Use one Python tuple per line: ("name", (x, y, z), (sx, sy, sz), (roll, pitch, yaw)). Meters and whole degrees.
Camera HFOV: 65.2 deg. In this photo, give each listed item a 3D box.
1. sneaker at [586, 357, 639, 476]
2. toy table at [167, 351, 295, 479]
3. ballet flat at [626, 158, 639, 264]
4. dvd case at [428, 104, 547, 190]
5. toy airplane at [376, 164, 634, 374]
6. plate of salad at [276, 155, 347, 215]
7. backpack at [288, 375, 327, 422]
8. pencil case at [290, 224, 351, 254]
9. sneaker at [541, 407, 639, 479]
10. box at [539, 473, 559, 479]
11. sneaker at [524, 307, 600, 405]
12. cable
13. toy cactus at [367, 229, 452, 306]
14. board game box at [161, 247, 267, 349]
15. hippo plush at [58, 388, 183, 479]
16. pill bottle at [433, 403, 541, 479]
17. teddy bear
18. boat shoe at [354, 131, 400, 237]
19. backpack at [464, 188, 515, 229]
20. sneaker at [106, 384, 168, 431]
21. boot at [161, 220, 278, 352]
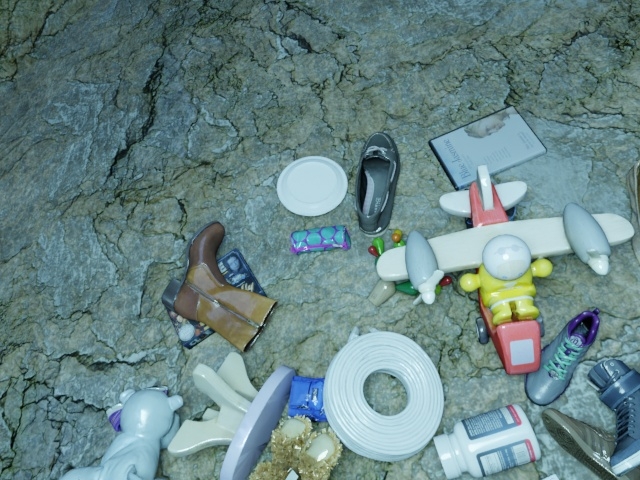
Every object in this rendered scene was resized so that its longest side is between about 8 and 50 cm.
("sneaker", (0.550, 0.316, 0.925), (0.226, 0.086, 0.163), (-18, 54, -35))
("toy table", (-0.185, 0.368, 1.077), (0.160, 0.252, 0.274), (19, 34, 15))
("ballet flat", (0.738, -0.053, 1.095), (0.107, 0.106, 0.316), (-6, 61, 14))
("dvd case", (0.440, -0.251, 1.341), (0.252, 0.022, 0.180), (-23, 59, 4))
("toy airplane", (0.366, 0.022, 1.017), (0.384, 0.272, 0.386), (37, 90, 17))
("plate of salad", (-0.023, -0.151, 1.409), (0.199, 0.048, 0.200), (-2, 63, 4))
("backpack", (-0.007, 0.351, 1.101), (0.120, 0.101, 0.098), (2, 69, 11))
("pencil case", (0.000, 0.000, 1.309), (0.151, 0.065, 0.070), (-7, 36, 13))
("sneaker", (0.517, 0.386, 0.958), (0.071, 0.066, 0.188), (-34, 62, -23))
("box", (0.406, 0.517, 0.903), (0.126, 0.072, 0.137), (-27, 58, 1))
("sneaker", (0.490, 0.230, 1.019), (0.083, 0.098, 0.224), (32, 75, 28))
("cable", (0.134, 0.318, 1.043), (0.257, 0.089, 0.257), (31, 60, 8))
("toy cactus", (0.184, 0.082, 1.199), (0.219, 0.112, 0.180), (40, 89, 21))
("board game box", (-0.284, 0.150, 1.324), (0.243, 0.042, 0.165), (-35, 58, -4))
("hippo plush", (-0.422, 0.445, 1.083), (0.234, 0.294, 0.237), (0, 50, 2))
("pill bottle", (0.319, 0.396, 0.974), (0.180, 0.108, 0.108), (-20, 59, 6))
("teddy bear", (-0.059, 0.524, 0.997), (0.245, 0.113, 0.338), (-7, 64, 31))
("boat shoe", (0.152, -0.172, 1.339), (0.112, 0.095, 0.335), (-1, 62, 16))
("backpack", (0.411, -0.072, 1.214), (0.114, 0.084, 0.105), (-4, 65, 20))
("sneaker", (-0.440, 0.410, 1.229), (0.169, 0.068, 0.071), (-32, 73, 8))
("boot", (-0.231, 0.104, 1.253), (0.280, 0.096, 0.264), (21, 70, 24))
